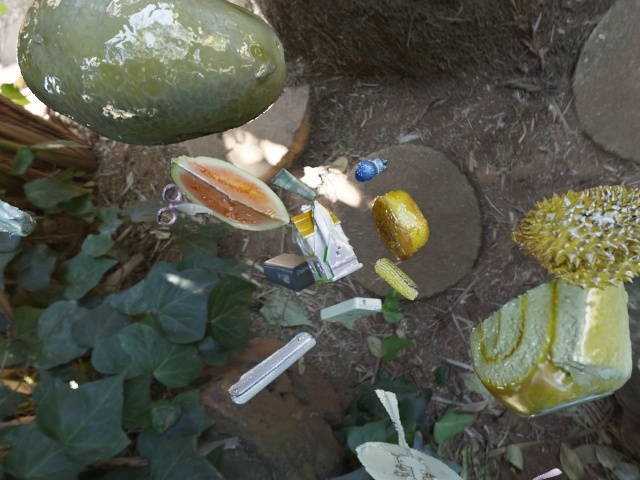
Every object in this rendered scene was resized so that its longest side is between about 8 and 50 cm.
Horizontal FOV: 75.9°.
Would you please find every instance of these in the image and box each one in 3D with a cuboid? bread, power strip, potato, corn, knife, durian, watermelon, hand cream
[{"bbox_3d":[0.575,0.267,0.989,0.395,0.238,0.264,121,154,-49],"label":"bread"},{"bbox_3d":[0.108,0.255,1.502,0.270,0.117,0.046,-31,53,53],"label":"power strip"},{"bbox_3d":[-0.149,-0.167,0.381,0.234,0.160,0.178,1,48,-8],"label":"potato"},{"bbox_3d":[0.294,0.148,1.583,0.203,0.072,0.072,43,110,3],"label":"corn"},{"bbox_3d":[0.288,-0.059,1.529,0.145,0.268,0.269,-26,77,-12],"label":"bread"},{"bbox_3d":[-0.131,0.340,1.118,0.073,0.265,0.041,27,147,56],"label":"knife"},{"bbox_3d":[0.504,-0.014,0.741,0.249,0.138,0.183,-8,62,-3],"label":"durian"},{"bbox_3d":[-0.218,-0.132,1.040,0.159,0.303,0.129,-34,30,62],"label":"watermelon"},{"bbox_3d":[-0.107,-0.238,1.830,0.086,0.235,0.055,-44,43,23],"label":"hand cream"}]

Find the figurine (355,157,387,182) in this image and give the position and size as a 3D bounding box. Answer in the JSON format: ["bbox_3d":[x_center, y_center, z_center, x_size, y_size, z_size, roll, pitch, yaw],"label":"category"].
[{"bbox_3d":[0.195,-0.267,1.546,0.087,0.149,0.086,26,127,45],"label":"figurine"}]

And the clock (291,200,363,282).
[{"bbox_3d":[0.000,0.000,1.596,0.310,0.165,0.235,67,160,0],"label":"clock"}]

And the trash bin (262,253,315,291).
[{"bbox_3d":[-0.131,0.133,1.851,0.225,0.165,0.115,10,116,45],"label":"trash bin"}]

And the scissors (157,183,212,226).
[{"bbox_3d":[-0.282,-0.068,0.874,0.022,0.176,0.086,14,93,16],"label":"scissors"}]

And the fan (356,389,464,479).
[{"bbox_3d":[0.165,0.402,0.776,0.232,0.012,0.415,3,130,25],"label":"fan"}]

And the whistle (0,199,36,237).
[{"bbox_3d":[-0.597,-0.089,0.593,0.347,0.189,0.189,16,101,-17],"label":"whistle"}]

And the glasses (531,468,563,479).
[{"bbox_3d":[0.382,0.517,0.785,0.161,0.095,0.256,9,121,-5],"label":"glasses"}]
